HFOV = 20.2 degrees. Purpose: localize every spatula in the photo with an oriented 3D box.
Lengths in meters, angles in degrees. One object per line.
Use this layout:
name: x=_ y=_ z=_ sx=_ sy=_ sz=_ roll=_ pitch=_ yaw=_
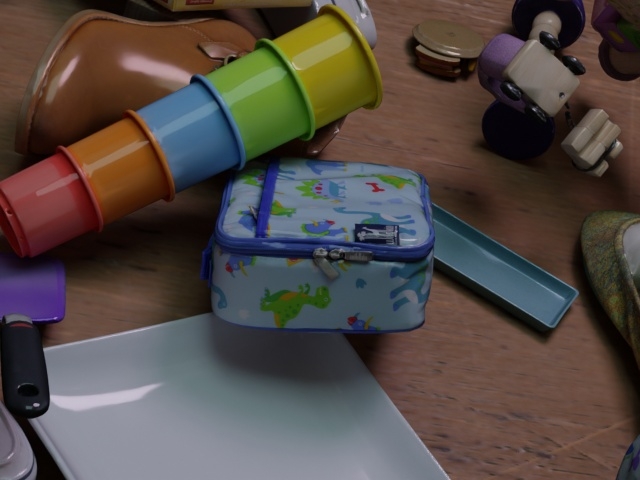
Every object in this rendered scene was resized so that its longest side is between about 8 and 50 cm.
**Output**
spatula: x=-0.214 y=0.063 z=1.261 sx=0.084 sy=0.030 sz=0.296 roll=4 pitch=15 yaw=-13

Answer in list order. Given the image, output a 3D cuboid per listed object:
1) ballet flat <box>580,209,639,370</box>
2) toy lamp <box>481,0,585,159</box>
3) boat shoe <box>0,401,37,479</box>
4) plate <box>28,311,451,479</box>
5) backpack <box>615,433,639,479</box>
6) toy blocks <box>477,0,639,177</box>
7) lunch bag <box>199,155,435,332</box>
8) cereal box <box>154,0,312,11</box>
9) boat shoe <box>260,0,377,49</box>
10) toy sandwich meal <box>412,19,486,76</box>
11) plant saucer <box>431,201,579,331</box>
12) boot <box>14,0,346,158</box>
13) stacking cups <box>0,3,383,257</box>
ballet flat: x=0.312 y=0.066 z=1.513 sx=0.123 sy=0.123 sz=0.348 roll=8 pitch=40 yaw=-17
toy lamp: x=0.215 y=-0.184 z=1.789 sx=0.080 sy=0.080 sz=0.275 roll=23 pitch=39 yaw=1
boat shoe: x=-0.287 y=0.080 z=1.229 sx=0.258 sy=0.084 sz=0.095 roll=39 pitch=41 yaw=20
plate: x=-0.053 y=0.167 z=1.274 sx=0.278 sy=0.045 sz=0.277 roll=-11 pitch=50 yaw=-35
backpack: x=0.340 y=0.215 z=1.284 sx=0.253 sy=0.191 sz=0.225 roll=13 pitch=69 yaw=-2
toy blocks: x=0.299 y=-0.175 z=1.671 sx=0.288 sy=0.309 sz=0.260 roll=42 pitch=-9 yaw=-18
lunch bag: x=0.000 y=0.000 z=1.400 sx=0.176 sy=0.090 sz=0.219 roll=3 pitch=19 yaw=2
cereal box: x=-0.142 y=-0.275 z=1.682 sx=0.173 sy=0.047 sz=0.240 roll=-9 pitch=32 yaw=-42
boat shoe: x=-0.022 y=-0.281 z=1.772 sx=0.088 sy=0.096 sz=0.267 roll=-2 pitch=45 yaw=-33
toy sandwich meal: x=0.127 y=-0.192 z=1.794 sx=0.085 sy=0.029 sz=0.085 roll=11 pitch=29 yaw=-6
plant saucer: x=0.129 y=0.015 z=1.561 sx=0.192 sy=0.018 sz=0.067 roll=31 pitch=39 yaw=12
boot: x=-0.113 y=-0.108 z=1.524 sx=0.220 sy=0.109 sz=0.283 roll=28 pitch=27 yaw=11
stacking cups: x=-0.103 y=-0.076 z=1.409 sx=0.316 sy=0.096 sz=0.096 roll=-30 pitch=59 yaw=-18
